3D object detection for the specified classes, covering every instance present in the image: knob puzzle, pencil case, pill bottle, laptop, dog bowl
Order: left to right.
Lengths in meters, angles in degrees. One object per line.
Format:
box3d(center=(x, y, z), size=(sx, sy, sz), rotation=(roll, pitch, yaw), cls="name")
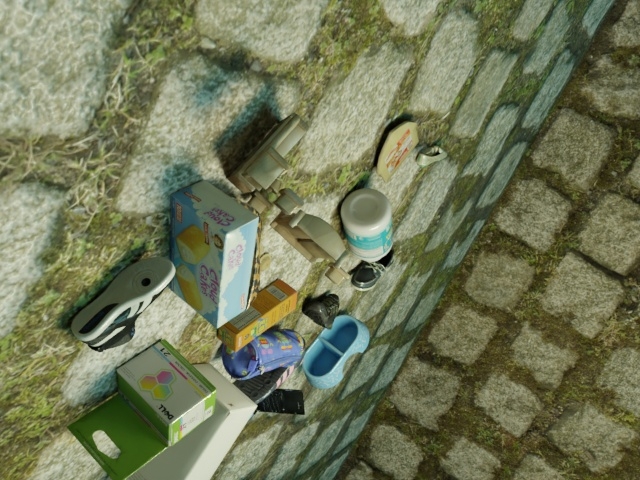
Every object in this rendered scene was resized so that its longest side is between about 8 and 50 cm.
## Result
box3d(center=(-0.192, 0.592, 1.986), size=(0.234, 0.264, 0.136), rotation=(89, 5, -56), cls="laptop")
box3d(center=(-0.159, 0.323, 1.716), size=(0.119, 0.133, 0.306), rotation=(-61, 156, 9), cls="pencil case")
box3d(center=(0.048, 0.398, 2.175), size=(0.297, 0.166, 0.074), rotation=(-50, 145, -11), cls="dog bowl")
box3d(center=(0.146, -0.033, 1.804), size=(0.146, 0.146, 0.264), rotation=(-48, 156, -16), cls="pill bottle")
box3d(center=(0.219, -0.279, 1.763), size=(0.213, 0.030, 0.213), rotation=(-42, 154, -26), cls="knob puzzle")

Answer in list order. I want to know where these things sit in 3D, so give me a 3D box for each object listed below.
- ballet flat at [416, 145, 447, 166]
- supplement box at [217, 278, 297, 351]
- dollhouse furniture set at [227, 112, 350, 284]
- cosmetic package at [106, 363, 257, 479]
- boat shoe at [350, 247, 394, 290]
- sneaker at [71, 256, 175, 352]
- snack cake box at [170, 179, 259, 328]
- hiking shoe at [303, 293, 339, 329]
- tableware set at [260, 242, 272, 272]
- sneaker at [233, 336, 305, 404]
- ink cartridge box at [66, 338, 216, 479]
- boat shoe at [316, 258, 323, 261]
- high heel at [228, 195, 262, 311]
box3d(center=(0.385, -0.295, 2.024), size=(0.168, 0.057, 0.052), rotation=(-31, 137, -44), cls="ballet flat")
box3d(center=(-0.168, 0.200, 1.606), size=(0.233, 0.080, 0.078), rotation=(-32, 145, -37), cls="supplement box")
box3d(center=(0.007, -0.072, 1.223), size=(0.174, 0.355, 0.303), rotation=(-50, -166, -10), cls="dollhouse furniture set")
box3d(center=(-0.355, 0.520, 1.530), size=(0.365, 0.197, 0.155), rotation=(-55, 156, 4), cls="cosmetic package")
box3d(center=(0.192, 0.097, 2.120), size=(0.254, 0.095, 0.079), rotation=(-30, 147, -47), cls="boat shoe")
box3d(center=(-0.366, 0.126, 1.154), size=(0.217, 0.079, 0.121), rotation=(-39, 156, -16), cls="sneaker")
box3d(center=(-0.220, 0.031, 1.198), size=(0.089, 0.152, 0.264), rotation=(-33, 147, -40), cls="snack cake box")
box3d(center=(0.011, 0.219, 1.983), size=(0.114, 0.086, 0.227), rotation=(-64, 164, -13), cls="hiking shoe")
box3d(center=(-0.178, 0.077, 1.500), size=(0.141, 0.020, 0.168), rotation=(-54, 155, -7), cls="tableware set")
box3d(center=(-0.160, 0.441, 1.892), size=(0.319, 0.112, 0.131), rotation=(-38, 148, -32), cls="sneaker")
box3d(center=(-0.381, 0.360, 1.278), size=(0.255, 0.189, 0.097), rotation=(-32, 148, -41), cls="ink cartridge box")
box3d(center=(0.000, 0.000, 1.705), size=(0.043, 0.049, 0.137), rotation=(-93, -171, -49), cls="boat shoe")
box3d(center=(-0.172, 0.032, 1.261), size=(0.261, 0.093, 0.186), rotation=(81, 8, -64), cls="high heel")
